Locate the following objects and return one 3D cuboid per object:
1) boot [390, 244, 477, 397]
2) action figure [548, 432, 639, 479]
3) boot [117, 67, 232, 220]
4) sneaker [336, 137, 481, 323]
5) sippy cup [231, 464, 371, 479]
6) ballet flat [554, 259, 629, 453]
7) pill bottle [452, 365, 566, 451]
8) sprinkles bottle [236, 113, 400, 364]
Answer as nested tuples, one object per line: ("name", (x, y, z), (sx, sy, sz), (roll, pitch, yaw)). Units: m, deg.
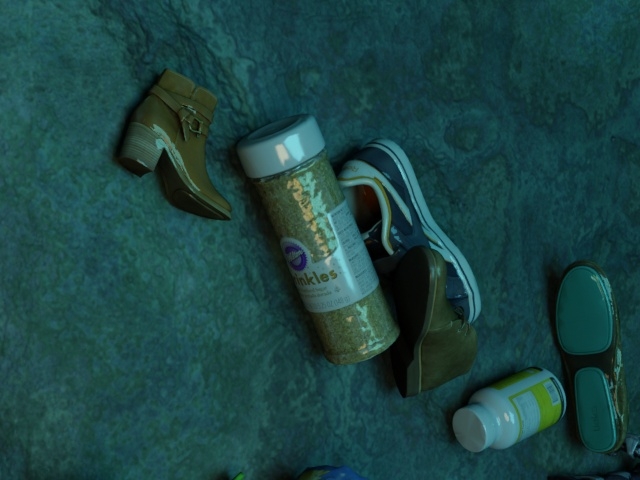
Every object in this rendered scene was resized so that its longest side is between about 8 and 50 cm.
("boot", (0.172, 0.110, 1.980), (0.115, 0.112, 0.305), (-11, 140, -9))
("action figure", (0.529, 0.435, 2.359), (0.285, 0.099, 0.185), (-4, 83, -42))
("boot", (-0.171, -0.128, 1.831), (0.197, 0.073, 0.152), (39, 62, -34))
("sneaker", (0.118, 0.014, 2.025), (0.127, 0.126, 0.321), (-38, 102, -37))
("sippy cup", (0.002, 0.442, 1.865), (0.305, 0.240, 0.224), (58, 45, -32))
("ballet flat", (0.482, 0.194, 2.326), (0.124, 0.116, 0.342), (-19, 99, -58))
("pill bottle", (0.303, 0.276, 2.174), (0.184, 0.103, 0.103), (-18, 99, -37))
("sprinkles bottle", (0.000, 0.000, 1.929), (0.121, 0.121, 0.355), (-34, 109, -34))
